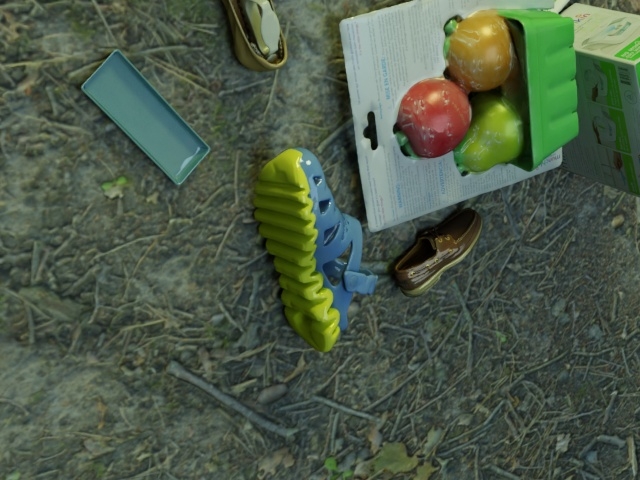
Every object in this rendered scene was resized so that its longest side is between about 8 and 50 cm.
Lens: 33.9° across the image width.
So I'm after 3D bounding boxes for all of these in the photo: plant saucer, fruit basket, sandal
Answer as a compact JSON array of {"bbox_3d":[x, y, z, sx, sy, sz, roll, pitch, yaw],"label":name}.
[{"bbox_3d":[-0.219,-0.153,1.320,0.067,0.018,0.192,-50,129,-10],"label":"plant saucer"},{"bbox_3d":[0.201,-0.211,1.549,0.353,0.165,0.327,-17,117,-13],"label":"fruit basket"},{"bbox_3d":[0.000,0.000,1.482,0.138,0.126,0.317,-33,132,-26],"label":"sandal"}]

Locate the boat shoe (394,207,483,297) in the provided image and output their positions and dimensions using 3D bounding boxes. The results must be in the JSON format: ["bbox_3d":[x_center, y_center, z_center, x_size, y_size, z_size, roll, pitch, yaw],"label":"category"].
[{"bbox_3d":[0.185,0.011,1.650,0.178,0.064,0.060,-44,129,-12],"label":"boat shoe"}]

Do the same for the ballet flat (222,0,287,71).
[{"bbox_3d":[-0.089,-0.319,1.315,0.080,0.073,0.232,-34,124,-23],"label":"ballet flat"}]

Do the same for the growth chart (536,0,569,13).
[{"bbox_3d":[0.337,-0.447,1.613,0.172,0.021,0.237,-54,129,-12],"label":"growth chart"}]

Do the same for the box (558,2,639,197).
[{"bbox_3d":[0.467,-0.217,1.663,0.127,0.231,0.262,-36,124,-18],"label":"box"}]
